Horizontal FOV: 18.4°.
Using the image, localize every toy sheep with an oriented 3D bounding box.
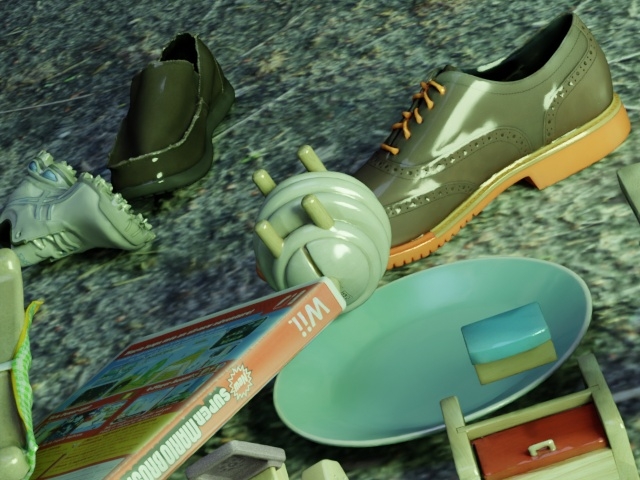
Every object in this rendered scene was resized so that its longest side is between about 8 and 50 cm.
[{"bbox_3d":[0.000,0.000,1.166,0.091,0.091,0.132,-16,32,12],"label":"toy sheep"}]

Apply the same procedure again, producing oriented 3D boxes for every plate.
[{"bbox_3d":[0.064,0.067,1.106,0.188,0.024,0.188,-17,24,8],"label":"plate"}]

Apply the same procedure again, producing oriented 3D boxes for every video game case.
[{"bbox_3d":[-0.133,0.124,1.081,0.204,0.025,0.285,-20,17,50],"label":"video game case"}]

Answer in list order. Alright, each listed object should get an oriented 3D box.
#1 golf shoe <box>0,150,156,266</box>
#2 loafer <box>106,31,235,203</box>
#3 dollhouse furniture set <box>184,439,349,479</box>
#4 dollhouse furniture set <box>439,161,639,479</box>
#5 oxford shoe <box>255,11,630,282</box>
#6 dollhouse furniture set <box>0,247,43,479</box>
[{"bbox_3d":[-0.183,-0.006,1.445,0.086,0.069,0.176,-50,28,-12],"label":"golf shoe"},{"bbox_3d":[-0.127,-0.099,1.549,0.080,0.078,0.220,-15,24,14],"label":"loafer"},{"bbox_3d":[-0.044,0.167,1.004,0.114,0.091,0.081,-34,59,29],"label":"dollhouse furniture set"},{"bbox_3d":[0.143,0.055,0.932,0.184,0.129,0.129,-19,24,4],"label":"dollhouse furniture set"},{"bbox_3d":[0.068,-0.059,1.274,0.271,0.098,0.097,-29,25,-16],"label":"oxford shoe"},{"bbox_3d":[-0.291,0.144,1.144,0.302,0.151,0.197,-14,39,1],"label":"dollhouse furniture set"}]
